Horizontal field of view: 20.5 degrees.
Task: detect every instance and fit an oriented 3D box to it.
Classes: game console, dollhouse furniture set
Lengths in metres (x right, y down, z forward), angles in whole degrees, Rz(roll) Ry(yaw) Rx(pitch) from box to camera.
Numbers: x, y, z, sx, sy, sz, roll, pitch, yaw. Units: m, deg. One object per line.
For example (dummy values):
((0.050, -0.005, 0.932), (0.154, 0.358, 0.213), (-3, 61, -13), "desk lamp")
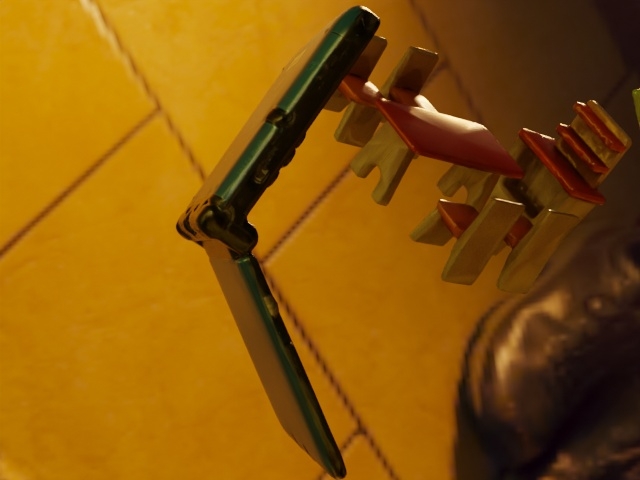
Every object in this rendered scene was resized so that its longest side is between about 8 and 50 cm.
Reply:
((0.000, 0.000, 1.214), (0.173, 0.293, 0.250), (36, 86, -7), "game console")
((0.159, -0.085, 1.669), (0.259, 0.135, 0.262), (10, 34, -43), "dollhouse furniture set")

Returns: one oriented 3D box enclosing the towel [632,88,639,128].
((0.347, -0.072, 1.590), (0.023, 0.113, 0.152), (-42, 124, -42), "towel")
